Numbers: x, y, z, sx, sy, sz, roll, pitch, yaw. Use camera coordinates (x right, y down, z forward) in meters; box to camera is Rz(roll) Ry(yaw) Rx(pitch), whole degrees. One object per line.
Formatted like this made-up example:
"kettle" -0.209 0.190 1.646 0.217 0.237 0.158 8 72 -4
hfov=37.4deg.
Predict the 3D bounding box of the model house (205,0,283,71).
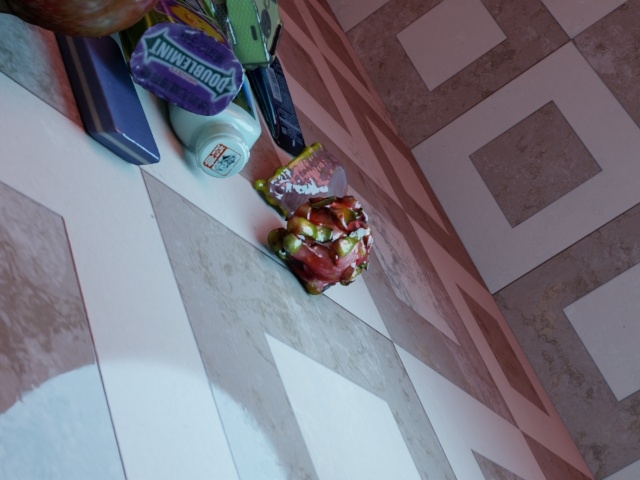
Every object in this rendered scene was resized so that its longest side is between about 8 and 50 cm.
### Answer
"model house" -0.143 -0.301 1.496 0.218 0.204 0.279 2 85 -72

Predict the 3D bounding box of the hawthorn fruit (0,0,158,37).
"hawthorn fruit" -0.228 -0.371 0.875 0.284 0.369 0.285 35 8 -5

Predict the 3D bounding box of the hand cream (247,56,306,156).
"hand cream" -0.086 -0.271 1.784 0.120 0.061 0.271 30 34 -58

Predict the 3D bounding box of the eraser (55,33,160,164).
"eraser" -0.242 -0.174 1.059 0.082 0.036 0.225 37 23 -54

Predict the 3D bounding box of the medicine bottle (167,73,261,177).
"medicine bottle" -0.144 -0.173 1.276 0.121 0.083 0.229 24 28 -29

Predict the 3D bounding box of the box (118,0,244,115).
"box" -0.192 -0.276 1.202 0.134 0.097 0.346 24 20 -27

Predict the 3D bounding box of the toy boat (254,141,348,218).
"toy boat" -0.013 -0.089 1.537 0.318 0.099 0.141 -13 111 -75

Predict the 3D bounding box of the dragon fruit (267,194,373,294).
"dragon fruit" 0.000 0.000 1.316 0.133 0.150 0.207 30 11 22
